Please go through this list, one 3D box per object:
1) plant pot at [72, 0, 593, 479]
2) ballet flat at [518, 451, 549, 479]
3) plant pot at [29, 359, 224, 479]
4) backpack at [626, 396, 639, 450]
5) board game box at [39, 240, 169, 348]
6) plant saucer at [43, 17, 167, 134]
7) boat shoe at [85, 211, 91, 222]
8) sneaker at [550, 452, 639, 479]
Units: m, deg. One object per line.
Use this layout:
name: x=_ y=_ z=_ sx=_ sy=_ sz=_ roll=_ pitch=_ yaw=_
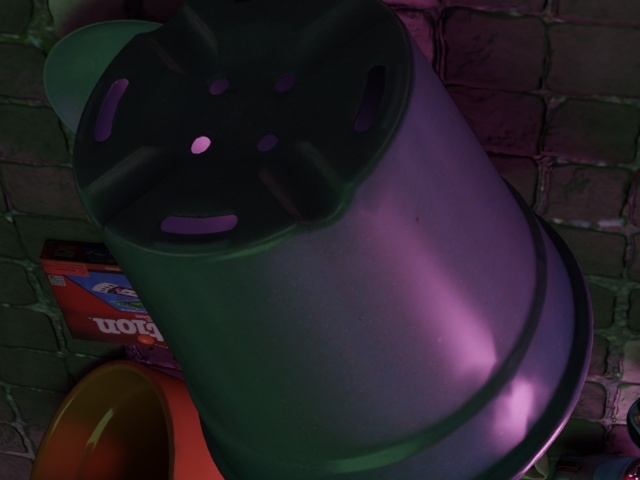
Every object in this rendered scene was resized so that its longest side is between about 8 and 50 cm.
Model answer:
plant pot: x=0.000 y=0.000 z=1.277 sx=0.341 sy=0.341 sz=0.334 roll=-4 pitch=145 yaw=22
ballet flat: x=0.210 y=0.248 z=1.802 sx=0.070 sy=0.070 sz=0.188 roll=3 pitch=145 yaw=14
plant pot: x=-0.158 y=0.288 z=1.826 sx=0.203 sy=0.291 sz=0.291 roll=17 pitch=148 yaw=-35
backpack: x=0.385 y=0.174 z=1.608 sx=0.173 sy=0.117 sz=0.158 roll=37 pitch=141 yaw=-2
board game box: x=-0.127 y=0.063 z=1.695 sx=0.281 sy=0.027 sz=0.145 roll=4 pitch=145 yaw=12
plant saucer: x=-0.132 y=-0.128 z=1.425 sx=0.195 sy=0.037 sz=0.195 roll=9 pitch=145 yaw=7
boat shoe: x=-0.114 y=-0.003 z=1.560 sx=0.206 sy=0.075 sz=0.065 roll=28 pitch=145 yaw=-13
sneaker: x=0.321 y=0.303 z=1.848 sx=0.125 sy=0.104 sz=0.262 roll=11 pitch=144 yaw=34
